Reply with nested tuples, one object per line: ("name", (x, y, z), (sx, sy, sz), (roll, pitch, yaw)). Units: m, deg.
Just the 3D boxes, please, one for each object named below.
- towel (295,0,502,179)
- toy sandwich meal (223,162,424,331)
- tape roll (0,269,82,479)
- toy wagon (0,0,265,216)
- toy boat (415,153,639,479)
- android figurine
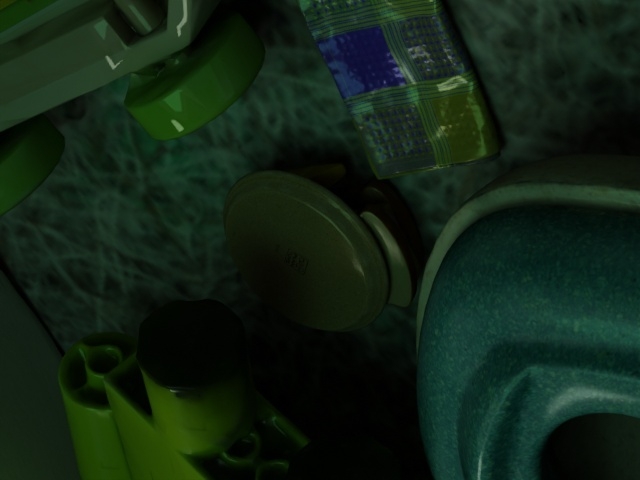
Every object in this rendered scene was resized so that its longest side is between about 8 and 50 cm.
("towel", (0.028, -0.060, 0.640), (0.060, 0.009, 0.083), (-4, 121, 38))
("toy sandwich meal", (0.000, 0.000, 0.696), (0.086, 0.029, 0.085), (23, 137, 23))
("tape roll", (-0.244, 0.153, 0.727), (0.072, 0.392, 0.392), (-14, 114, 40))
("toy wagon", (-0.129, -0.146, 0.619), (0.344, 0.068, 0.267), (-19, 120, 39))
("toy boat", (0.149, 0.129, 0.607), (0.267, 0.148, 0.318), (16, 131, 24))
("android figurine", (-0.016, 0.141, 0.739), (0.248, 0.056, 0.273), (40, 154, 26))
